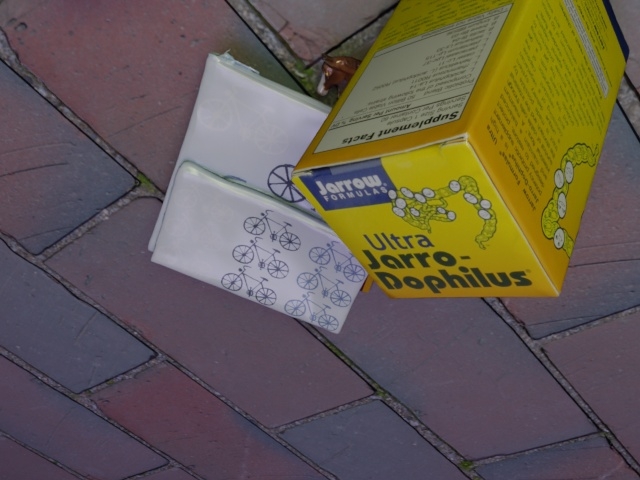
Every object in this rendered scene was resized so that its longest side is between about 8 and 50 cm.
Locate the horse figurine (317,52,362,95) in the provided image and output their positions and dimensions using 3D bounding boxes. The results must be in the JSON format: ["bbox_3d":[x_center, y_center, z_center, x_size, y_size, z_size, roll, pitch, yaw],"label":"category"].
[{"bbox_3d":[0.113,-0.154,0.890,0.263,0.066,0.174,18,137,1],"label":"horse figurine"}]

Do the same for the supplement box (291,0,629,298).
[{"bbox_3d":[0.162,-0.136,0.671,0.194,0.356,0.195,-6,135,44],"label":"supplement box"}]

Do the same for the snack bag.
[{"bbox_3d":[-0.055,-0.050,0.915,0.323,0.037,0.342,24,119,-4],"label":"snack bag"}]

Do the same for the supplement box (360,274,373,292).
[{"bbox_3d":[0.000,0.000,1.026,0.188,0.104,0.081,14,132,-3],"label":"supplement box"}]
